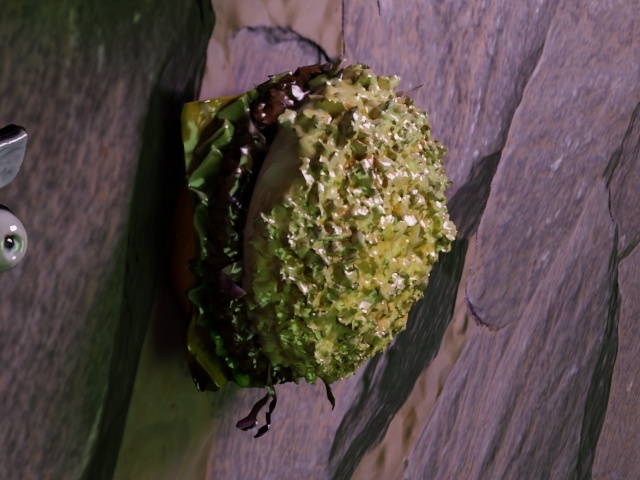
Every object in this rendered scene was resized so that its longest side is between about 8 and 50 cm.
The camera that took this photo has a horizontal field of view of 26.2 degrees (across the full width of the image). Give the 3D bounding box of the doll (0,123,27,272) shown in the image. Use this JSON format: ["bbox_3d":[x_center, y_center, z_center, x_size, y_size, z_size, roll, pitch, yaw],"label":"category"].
[{"bbox_3d":[-0.204,0.035,0.723,0.091,0.067,0.219,6,97,-56],"label":"doll"}]

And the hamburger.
[{"bbox_3d":[0.000,0.000,0.957,0.243,0.138,0.262,-24,122,-52],"label":"hamburger"}]
